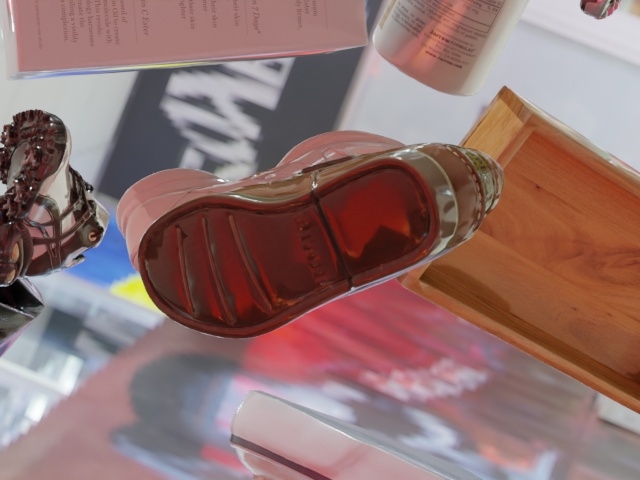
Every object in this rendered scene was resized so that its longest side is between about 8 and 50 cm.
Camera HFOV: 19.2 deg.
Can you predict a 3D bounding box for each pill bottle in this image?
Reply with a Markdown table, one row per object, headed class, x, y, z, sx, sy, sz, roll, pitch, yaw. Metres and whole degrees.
| class | x | y | z | sx | sy | sz | roll | pitch | yaw |
| --- | --- | --- | --- | --- | --- | --- | --- | --- | --- |
| pill bottle | 0.159 | -0.277 | 1.969 | 0.229 | 0.131 | 0.131 | -62 | -1 | 23 |

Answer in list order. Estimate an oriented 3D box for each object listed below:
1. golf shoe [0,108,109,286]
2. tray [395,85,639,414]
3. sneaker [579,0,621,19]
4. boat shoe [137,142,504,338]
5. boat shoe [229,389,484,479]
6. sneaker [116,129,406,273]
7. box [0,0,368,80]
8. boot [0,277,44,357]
| class | x | y | z | sx | sy | sz | roll | pitch | yaw |
| --- | --- | --- | --- | --- | --- | --- | --- | --- | --- |
| golf shoe | -0.204 | -0.037 | 1.453 | 0.198 | 0.094 | 0.077 | 123 | 140 | -55 |
| tray | 0.276 | 0.030 | 1.868 | 0.203 | 0.411 | 0.076 | -53 | 33 | 13 |
| sneaker | 0.178 | -0.191 | 1.208 | 0.047 | 0.057 | 0.119 | 105 | -173 | -56 |
| boat shoe | 0.000 | 0.000 | 1.387 | 0.104 | 0.307 | 0.111 | -21 | -82 | -49 |
| boat shoe | 0.075 | 0.215 | 1.042 | 0.156 | 0.367 | 0.136 | -63 | -28 | -1 |
| sneaker | -0.040 | -0.013 | 1.839 | 0.152 | 0.305 | 0.114 | -109 | 6 | -53 |
| box | -0.145 | -0.280 | 1.873 | 0.168 | 0.345 | 0.215 | -172 | 77 | -76 |
| boot | -0.448 | 0.195 | 2.009 | 0.445 | 0.146 | 0.367 | -55 | -10 | 15 |
